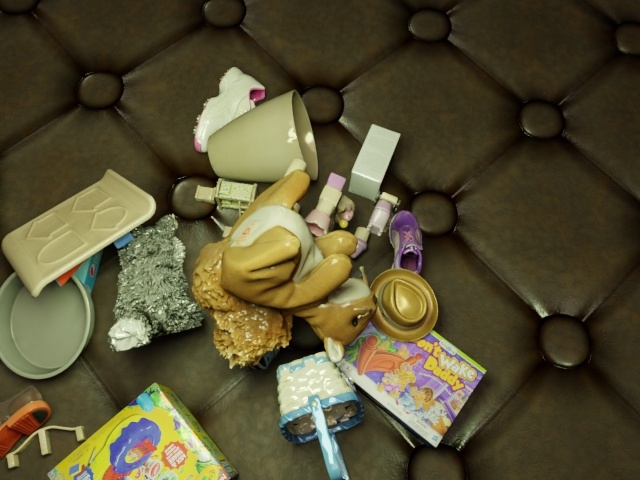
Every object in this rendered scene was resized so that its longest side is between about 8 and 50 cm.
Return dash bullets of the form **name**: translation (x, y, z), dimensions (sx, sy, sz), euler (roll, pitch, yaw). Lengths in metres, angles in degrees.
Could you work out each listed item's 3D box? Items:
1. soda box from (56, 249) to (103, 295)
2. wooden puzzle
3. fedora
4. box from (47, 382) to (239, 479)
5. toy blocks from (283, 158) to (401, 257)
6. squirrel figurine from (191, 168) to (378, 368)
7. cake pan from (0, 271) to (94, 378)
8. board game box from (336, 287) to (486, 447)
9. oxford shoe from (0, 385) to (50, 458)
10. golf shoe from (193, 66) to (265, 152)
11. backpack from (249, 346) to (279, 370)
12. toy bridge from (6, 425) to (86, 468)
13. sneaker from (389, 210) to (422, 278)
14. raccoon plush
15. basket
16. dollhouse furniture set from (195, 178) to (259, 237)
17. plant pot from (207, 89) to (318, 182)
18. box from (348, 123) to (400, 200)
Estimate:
- **soda box**: translation (-0.650, 0.043, 1.479), dimensions (0.071, 0.067, 0.210), euler (6, 68, 1)
- **wooden puzzle**: translation (-0.606, -0.020, 1.363), dimensions (0.348, 0.081, 0.322), euler (-42, 42, -20)
- **fedora**: translation (0.213, 0.157, 1.364), dimensions (0.194, 0.079, 0.195), euler (1, 71, -3)
- **box**: translation (-0.392, 0.537, 1.238), dimensions (0.290, 0.177, 0.279), euler (-41, 76, -15)
- **toy blocks**: translation (0.000, 0.000, 1.398), dimensions (0.308, 0.289, 0.260), euler (22, 64, 5)
- **squirrel figurine**: translation (-0.074, 0.118, 1.225), dimensions (0.396, 0.370, 0.281), euler (-32, 31, 17)
- **cake pan**: translation (-0.703, 0.202, 1.378), dimensions (0.292, 0.054, 0.294), euler (-1, 84, 13)
- **board game box**: translation (0.211, 0.323, 1.388), dimensions (0.347, 0.078, 0.233), euler (36, 72, 12)
- **oxford shoe**: translation (-0.797, 0.465, 1.311), dimensions (0.271, 0.097, 0.098), euler (-34, 54, -18)
- **golf shoe**: translation (-0.275, -0.387, 1.635), dimensions (0.140, 0.115, 0.306), euler (24, 71, 4)
- **backpack**: translation (-0.161, 0.237, 1.375), dimensions (0.116, 0.158, 0.173), euler (-27, 85, -30)
- **toy bridge**: translation (-0.678, 0.495, 1.325), dimensions (0.188, 0.026, 0.063), euler (-19, 68, -9)
- **sneaker**: translation (0.243, 0.019, 1.493), dimensions (0.095, 0.105, 0.237), euler (2, 68, 1)
- **raccoon plush**: translation (-0.402, 0.078, 1.289), dimensions (0.216, 0.446, 0.300), euler (-9, 88, -17)
- **basket**: translation (0.008, 0.424, 1.251), dimensions (0.200, 0.255, 0.289), euler (-14, 60, -2)
- **dollhouse furniture set**: translation (-0.278, -0.084, 1.519), dimensions (0.181, 0.101, 0.161), euler (8, 69, 1)
- **plant pot**: translation (-0.171, -0.267, 1.538), dimensions (0.273, 0.256, 0.257), euler (-12, 69, 11)
- **box**: translation (0.156, -0.225, 1.571), dimensions (0.090, 0.130, 0.171), euler (21, 70, 6)
